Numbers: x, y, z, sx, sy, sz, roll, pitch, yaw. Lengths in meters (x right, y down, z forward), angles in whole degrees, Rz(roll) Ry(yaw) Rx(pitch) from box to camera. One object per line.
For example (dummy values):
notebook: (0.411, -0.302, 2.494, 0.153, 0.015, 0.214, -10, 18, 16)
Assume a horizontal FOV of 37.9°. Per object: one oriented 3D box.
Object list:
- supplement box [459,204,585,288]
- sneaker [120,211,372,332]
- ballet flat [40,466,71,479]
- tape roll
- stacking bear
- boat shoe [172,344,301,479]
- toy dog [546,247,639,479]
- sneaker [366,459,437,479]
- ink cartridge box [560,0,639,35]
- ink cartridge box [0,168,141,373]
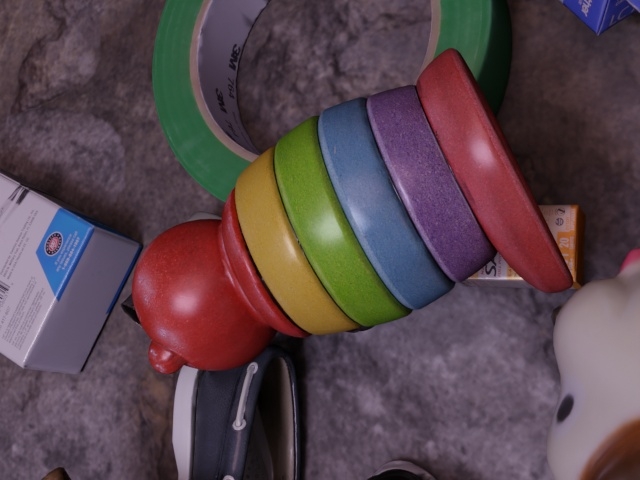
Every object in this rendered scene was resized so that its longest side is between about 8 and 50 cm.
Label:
supplement box: (0.157, 0.005, 0.742, 0.098, 0.036, 0.062, 0, 78, 25)
sneaker: (-0.059, 0.058, 0.784, 0.222, 0.083, 0.118, 16, 56, 36)
ballet flat: (-0.077, 0.262, 0.659, 0.342, 0.116, 0.124, 25, 67, 9)
tape roll: (0.004, -0.168, 0.830, 0.321, 0.077, 0.321, -6, 76, 24)
stacking bear: (0.000, 0.000, 0.659, 0.289, 0.164, 0.175, -26, 58, 14)
boat shoe: (-0.060, 0.232, 0.751, 0.091, 0.114, 0.302, -14, 74, 28)
toy dog: (0.330, 0.068, 0.548, 0.408, 0.284, 0.395, -26, 87, 19)
sneaker: (0.108, 0.249, 0.672, 0.234, 0.106, 0.078, 37, 96, 27)
ink cartridge box: (0.219, -0.283, 0.728, 0.186, 0.065, 0.311, -33, 63, -12)
ink cartridge box: (-0.302, 0.020, 0.924, 0.203, 0.086, 0.148, 27, 90, 28)
